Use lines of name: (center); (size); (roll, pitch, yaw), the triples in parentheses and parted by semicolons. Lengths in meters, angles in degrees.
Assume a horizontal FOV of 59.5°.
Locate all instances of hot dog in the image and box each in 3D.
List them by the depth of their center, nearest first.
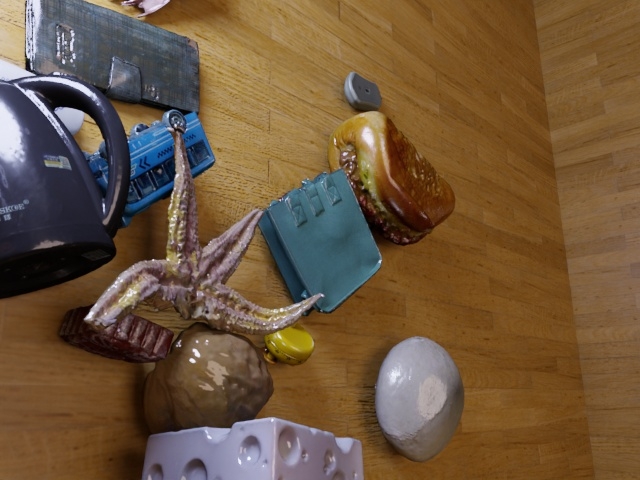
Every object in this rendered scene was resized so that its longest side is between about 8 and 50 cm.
hot dog: (0.179, -0.125, 1.428); (0.405, 0.185, 0.223); (39, 50, -33)

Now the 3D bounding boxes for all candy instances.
candy: (0.245, 0.380, 1.358); (0.295, 0.185, 0.295); (18, 66, -49)

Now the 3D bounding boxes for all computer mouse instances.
computer mouse: (0.112, -0.401, 1.533); (0.181, 0.056, 0.089); (-2, 85, -54)

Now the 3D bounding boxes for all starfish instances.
starfish: (-0.175, 0.028, 0.917); (0.398, 0.132, 0.384); (30, 48, -39)

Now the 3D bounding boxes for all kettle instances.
kettle: (-0.396, -0.093, 0.771); (0.268, 0.207, 0.290); (-18, 80, -12)

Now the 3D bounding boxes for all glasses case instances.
glasses case: (-0.464, -0.223, 0.863); (0.197, 0.049, 0.076); (23, 62, -41)

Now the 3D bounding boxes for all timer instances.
timer: (-0.058, 0.196, 1.137); (0.107, 0.109, 0.107); (31, 18, -11)

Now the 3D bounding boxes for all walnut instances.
walnut: (-0.172, 0.245, 0.945); (0.238, 0.141, 0.204); (-24, 123, -45)

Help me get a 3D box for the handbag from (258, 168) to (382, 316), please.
handbag: (-0.002, 0.003, 1.269); (0.269, 0.100, 0.274); (-39, 107, -42)

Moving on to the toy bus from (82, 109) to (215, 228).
toy bus: (-0.304, -0.128, 0.963); (0.246, 0.113, 0.134); (-46, 118, -46)

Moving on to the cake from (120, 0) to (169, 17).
cake: (-0.294, -0.536, 1.101); (0.287, 0.135, 0.098); (-52, 131, -32)

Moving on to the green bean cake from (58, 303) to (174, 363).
green bean cake: (-0.312, 0.147, 0.856); (0.135, 0.135, 0.056); (36, 56, -37)

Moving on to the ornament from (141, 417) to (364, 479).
ornament: (-0.093, 0.405, 0.800); (0.240, 0.239, 0.240); (36, 45, -48)

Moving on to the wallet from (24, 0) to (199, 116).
wallet: (-0.360, -0.334, 1.013); (0.317, 0.044, 0.169); (6, 76, -45)
